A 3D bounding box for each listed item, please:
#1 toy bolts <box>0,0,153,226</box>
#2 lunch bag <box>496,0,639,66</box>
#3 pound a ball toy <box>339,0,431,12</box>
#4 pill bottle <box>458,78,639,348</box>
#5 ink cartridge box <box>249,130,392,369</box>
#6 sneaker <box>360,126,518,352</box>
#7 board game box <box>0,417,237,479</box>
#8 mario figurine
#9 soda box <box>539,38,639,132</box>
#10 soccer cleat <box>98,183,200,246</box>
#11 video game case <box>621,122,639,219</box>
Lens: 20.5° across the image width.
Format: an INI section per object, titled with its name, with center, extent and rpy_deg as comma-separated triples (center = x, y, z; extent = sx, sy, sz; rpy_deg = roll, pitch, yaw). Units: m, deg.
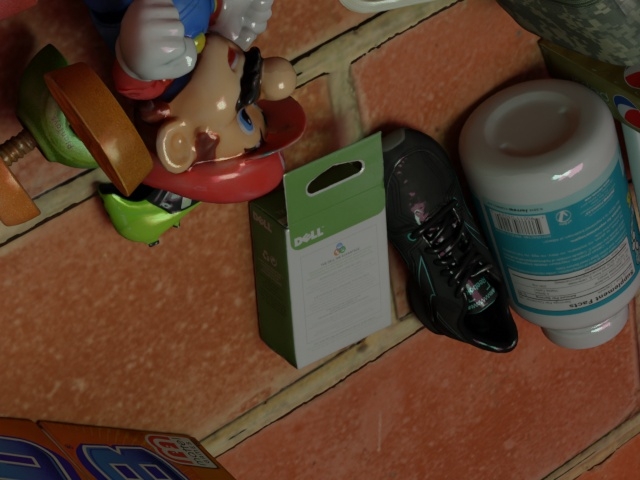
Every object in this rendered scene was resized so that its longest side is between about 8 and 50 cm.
[toy bolts]
center = -0.246, -0.095, 1.234
extent = 0.158, 0.218, 0.228
rpy_deg = -35, 115, -9
[lunch bag]
center = 0.231, -0.332, 1.465
extent = 0.305, 0.212, 0.256
rpy_deg = -49, 123, -3
[pound a ball toy]
center = -0.005, -0.331, 1.220
extent = 0.136, 0.319, 0.208
rpy_deg = -13, 136, -20
[pill bottle]
center = 0.229, -0.015, 1.693
extent = 0.146, 0.146, 0.264
rpy_deg = -37, 134, -16
[ink cartridge box]
center = 0.000, 0.000, 1.573
extent = 0.109, 0.062, 0.209
rpy_deg = -24, 128, -27
[sneaker]
center = 0.121, 0.003, 1.646
extent = 0.101, 0.106, 0.267
rpy_deg = -39, 133, -11
[board game box]
center = -0.211, 0.385, 1.428
extent = 0.356, 0.356, 0.356
rpy_deg = 12, 108, -43
[mario figurine]
center = -0.090, -0.166, 1.314
extent = 0.198, 0.170, 0.320
rpy_deg = -48, 131, -25
[soda box]
center = 0.287, -0.148, 1.631
extent = 0.061, 0.181, 0.058
rpy_deg = -41, 135, -11
[soccer cleat]
center = -0.101, -0.069, 1.453
extent = 0.179, 0.060, 0.072
rpy_deg = -39, 130, -11
[video game case]
center = 0.369, -0.097, 1.762
extent = 0.183, 0.023, 0.201
rpy_deg = -8, 86, -40
